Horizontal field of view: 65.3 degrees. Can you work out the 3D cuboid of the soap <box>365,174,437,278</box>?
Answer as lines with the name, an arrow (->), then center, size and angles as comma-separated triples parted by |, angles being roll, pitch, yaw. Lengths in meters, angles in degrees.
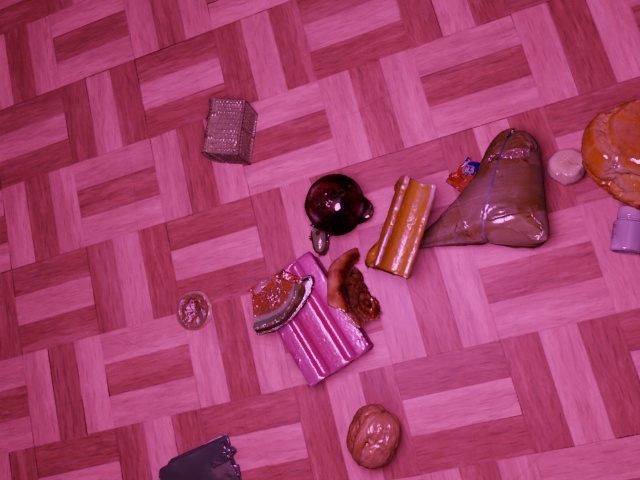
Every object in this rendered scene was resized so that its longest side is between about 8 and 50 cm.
soap -> 0.236, -0.032, 1.499 | 0.143, 0.259, 0.280 | 17, 88, 2

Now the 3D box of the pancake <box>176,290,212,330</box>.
pancake -> -0.437, 0.242, 1.729 | 0.140, 0.022, 0.139 | -2, 83, 12

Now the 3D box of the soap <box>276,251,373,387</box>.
soap -> -0.023, 0.246, 1.580 | 0.233, 0.128, 0.359 | -34, 77, 5

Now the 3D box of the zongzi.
zongzi -> 0.470, -0.149, 1.513 | 0.393, 0.174, 0.355 | -4, 75, 25

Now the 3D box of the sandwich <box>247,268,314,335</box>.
sandwich -> -0.121, 0.174, 1.504 | 0.235, 0.079, 0.159 | -29, 77, 4

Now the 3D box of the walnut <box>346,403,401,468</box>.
walnut -> 0.153, 0.585, 1.484 | 0.156, 0.155, 0.184 | 22, 90, 15

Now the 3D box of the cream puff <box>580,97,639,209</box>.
cream puff -> 0.887, -0.220, 1.370 | 0.343, 0.231, 0.326 | -7, 57, 4

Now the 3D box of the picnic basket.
picnic basket -> -0.321, -0.376, 1.730 | 0.154, 0.134, 0.196 | 5, 84, 15

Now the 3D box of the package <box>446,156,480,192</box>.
package -> 0.457, -0.209, 1.582 | 0.077, 0.033, 0.110 | 30, 105, -8

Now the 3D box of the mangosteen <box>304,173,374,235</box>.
mangosteen -> 0.051, -0.111, 1.576 | 0.210, 0.210, 0.209 | -2, 82, 13

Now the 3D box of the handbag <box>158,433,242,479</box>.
handbag -> -0.365, 0.792, 1.612 | 0.260, 0.079, 0.247 | -27, 79, 6

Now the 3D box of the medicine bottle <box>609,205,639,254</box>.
medicine bottle -> 0.884, -0.029, 1.434 | 0.081, 0.080, 0.130 | 11, 85, 14

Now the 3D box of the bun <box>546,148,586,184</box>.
bun -> 0.738, -0.217, 1.499 | 0.115, 0.069, 0.115 | -5, 61, 9

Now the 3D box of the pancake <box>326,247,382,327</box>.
pancake -> 0.089, 0.144, 1.528 | 0.056, 0.213, 0.257 | -42, 65, 37

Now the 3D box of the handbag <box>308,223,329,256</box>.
handbag -> 0.000, 0.000, 1.649 | 0.072, 0.047, 0.111 | -9, 79, 13
